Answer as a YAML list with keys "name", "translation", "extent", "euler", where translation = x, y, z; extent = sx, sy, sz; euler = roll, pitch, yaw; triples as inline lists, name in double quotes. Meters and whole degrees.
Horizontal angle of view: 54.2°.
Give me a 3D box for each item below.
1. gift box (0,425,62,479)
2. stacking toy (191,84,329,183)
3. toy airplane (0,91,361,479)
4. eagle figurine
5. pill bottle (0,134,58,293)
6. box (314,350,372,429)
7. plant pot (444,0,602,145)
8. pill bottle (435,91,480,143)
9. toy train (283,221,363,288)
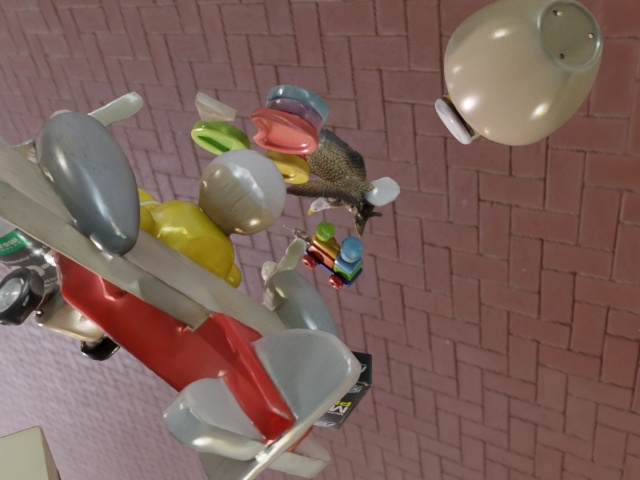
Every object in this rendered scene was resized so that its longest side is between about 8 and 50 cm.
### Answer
- name: "gift box"
  translation: [-0.369, 0.374, 0.626]
  extent: [0.258, 0.255, 0.276]
  euler: [48, 151, 47]
- name: "stacking toy"
  translation: [-0.125, -0.261, 1.349]
  extent: [0.280, 0.130, 0.309]
  euler: [19, 163, -6]
- name: "toy airplane"
  translation: [-0.108, 0.037, 0.583]
  extent: [0.384, 0.272, 0.386]
  euler: [32, 170, -5]
- name: "eagle figurine"
  translation: [0.028, -0.142, 1.607]
  extent: [0.298, 0.225, 0.226]
  euler: [39, 180, -30]
- name: "pill bottle"
  translation: [-0.589, -0.047, 1.246]
  extent: [0.204, 0.204, 0.361]
  euler: [17, 156, 29]
- name: "box"
  translation: [-0.068, 0.247, 1.082]
  extent: [0.270, 0.060, 0.216]
  euler: [11, 142, -9]
- name: "plant pot"
  translation: [0.399, -0.338, 1.153]
  extent: [0.284, 0.284, 0.191]
  euler: [51, 163, -4]
- name: "pill bottle"
  translation: [0.357, -0.308, 1.310]
  extent: [0.215, 0.117, 0.117]
  euler: [-37, 95, 8]
- name: "toy train"
  translation: [0.000, 0.000, 1.571]
  extent: [0.248, 0.105, 0.143]
  euler: [37, 153, 14]
